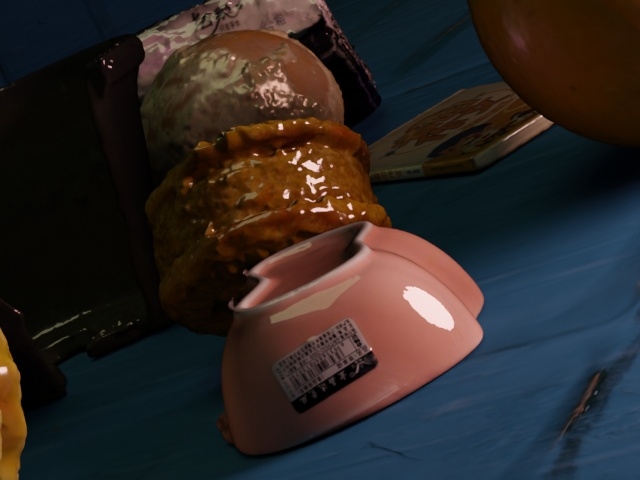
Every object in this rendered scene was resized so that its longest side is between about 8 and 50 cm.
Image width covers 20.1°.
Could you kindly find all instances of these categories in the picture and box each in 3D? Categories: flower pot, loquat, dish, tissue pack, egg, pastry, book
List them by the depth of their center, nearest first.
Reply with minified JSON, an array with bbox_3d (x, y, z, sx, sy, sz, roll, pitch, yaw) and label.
[{"bbox_3d":[0.003,0.052,1.213,0.213,0.090,0.213,-24,12,6],"label":"dish"},{"bbox_3d":[-0.038,-0.007,1.354,0.189,0.103,0.188,-15,-25,-7],"label":"pastry"},{"bbox_3d":[0.247,-0.240,1.360,0.328,0.359,0.328,-50,9,11],"label":"loquat"},{"bbox_3d":[-0.285,0.003,1.633,0.379,0.251,0.379,-26,14,7],"label":"flower pot"},{"bbox_3d":[0.147,-0.111,1.787,0.208,0.020,0.295,-33,13,-25],"label":"book"},{"bbox_3d":[-0.084,-0.105,1.812,0.245,0.203,0.203,-31,5,45],"label":"egg"},{"bbox_3d":[-0.075,-0.174,2.039,0.245,0.123,0.332,-26,-17,5],"label":"tissue pack"}]

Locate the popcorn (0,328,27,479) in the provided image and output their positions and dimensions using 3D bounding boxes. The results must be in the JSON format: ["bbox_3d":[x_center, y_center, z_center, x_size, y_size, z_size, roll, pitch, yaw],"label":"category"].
[{"bbox_3d":[-0.344,0.130,1.167,0.335,0.274,0.279,-16,12,41],"label":"popcorn"}]
